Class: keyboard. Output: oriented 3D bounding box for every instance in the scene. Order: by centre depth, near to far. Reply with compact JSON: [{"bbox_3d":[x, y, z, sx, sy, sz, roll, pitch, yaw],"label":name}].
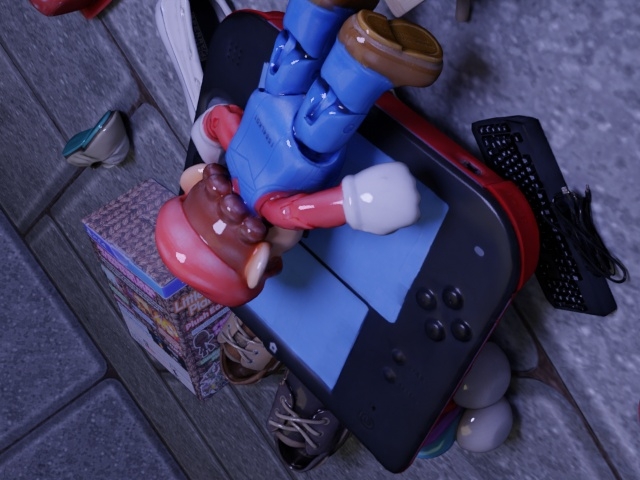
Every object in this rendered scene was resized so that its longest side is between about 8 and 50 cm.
[{"bbox_3d":[0.185,-0.014,0.685,0.100,0.038,0.192,-1,122,58],"label":"keyboard"}]

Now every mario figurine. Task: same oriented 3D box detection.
[{"bbox_3d":[-0.019,-0.070,0.695,0.170,0.198,0.321,24,127,-18],"label":"mario figurine"}]

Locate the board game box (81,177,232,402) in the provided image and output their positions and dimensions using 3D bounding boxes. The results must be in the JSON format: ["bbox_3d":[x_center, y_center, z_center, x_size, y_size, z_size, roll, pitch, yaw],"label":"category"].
[{"bbox_3d":[-0.241,0.084,1.376,0.232,0.141,0.291,33,147,35],"label":"board game box"}]

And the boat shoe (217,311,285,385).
[{"bbox_3d":[-0.087,0.140,1.220,0.123,0.116,0.324,45,152,16],"label":"boat shoe"}]

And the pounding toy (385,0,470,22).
[{"bbox_3d":[0.085,-0.221,0.557,0.130,0.100,0.141,-23,104,48],"label":"pounding toy"}]

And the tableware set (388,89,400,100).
[{"bbox_3d":[0.036,-0.149,0.786,0.154,0.024,0.104,48,156,8],"label":"tableware set"}]

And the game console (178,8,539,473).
[{"bbox_3d":[0.000,0.000,0.800,0.386,0.060,0.342,43,130,25],"label":"game console"}]

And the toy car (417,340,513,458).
[{"bbox_3d":[0.116,0.166,0.900,0.159,0.136,0.182,29,145,39],"label":"toy car"}]

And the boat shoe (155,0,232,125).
[{"bbox_3d":[-0.101,-0.163,0.909,0.084,0.095,0.258,5,127,62],"label":"boat shoe"}]

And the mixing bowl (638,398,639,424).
[{"bbox_3d":[0.325,0.130,0.560,0.181,0.098,0.181,38,149,29],"label":"mixing bowl"}]

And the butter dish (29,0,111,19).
[{"bbox_3d":[-0.361,-0.357,1.072,0.160,0.118,0.160,-2,121,59],"label":"butter dish"}]

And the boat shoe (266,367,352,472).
[{"bbox_3d":[-0.002,0.241,1.165,0.132,0.130,0.355,26,149,17],"label":"boat shoe"}]

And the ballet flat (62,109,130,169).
[{"bbox_3d":[-0.360,-0.159,1.371,0.248,0.086,0.086,-3,120,61],"label":"ballet flat"}]
